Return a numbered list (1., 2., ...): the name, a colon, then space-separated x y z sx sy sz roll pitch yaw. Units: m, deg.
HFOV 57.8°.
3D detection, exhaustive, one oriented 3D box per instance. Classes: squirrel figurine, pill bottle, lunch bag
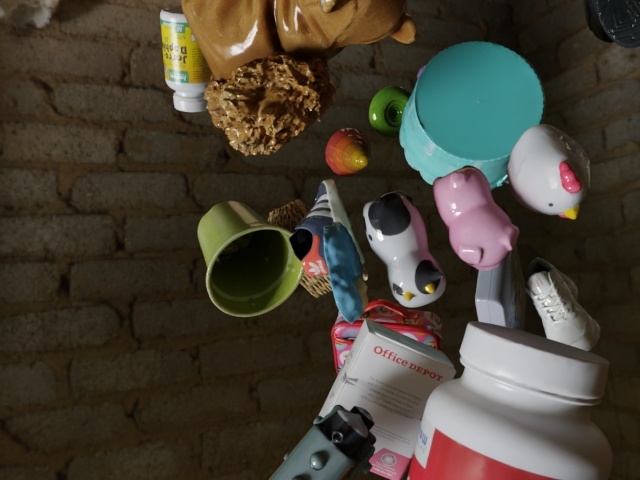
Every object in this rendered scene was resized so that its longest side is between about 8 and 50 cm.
1. squirrel figurine: -0.031 -0.317 0.932 0.370 0.398 0.280 15 -177 44
2. pill bottle: 0.224 0.323 0.733 0.228 0.408 0.229 14 -179 0
3. lunch bag: 0.180 0.270 1.537 0.292 0.258 0.120 2 -149 16
4. pill bottle: -0.287 -0.398 1.280 0.117 0.209 0.118 2 -150 -1

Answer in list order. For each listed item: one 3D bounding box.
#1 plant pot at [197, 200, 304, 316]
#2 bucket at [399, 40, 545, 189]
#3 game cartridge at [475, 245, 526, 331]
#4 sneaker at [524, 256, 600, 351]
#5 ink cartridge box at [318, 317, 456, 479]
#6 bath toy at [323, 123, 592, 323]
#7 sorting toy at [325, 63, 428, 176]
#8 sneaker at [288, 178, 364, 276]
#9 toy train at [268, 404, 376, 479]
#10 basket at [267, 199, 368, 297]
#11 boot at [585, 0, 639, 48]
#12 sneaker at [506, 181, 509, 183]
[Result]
1. plant pot: -0.218 0.024 1.595 0.275 0.276 0.254 -1 -150 -31
2. bucket: 0.298 -0.243 1.152 0.280 0.282 0.183 -5 170 3
3. game cartridge: 0.359 0.124 1.136 0.062 0.198 0.297 -3 146 24
4. sneaker: 0.415 0.115 1.039 0.090 0.115 0.232 -41 -161 21
5. ink cartridge box: 0.135 0.342 1.258 0.207 0.283 0.117 24 -173 -4
6. bath toy: 0.173 -0.016 0.715 0.348 0.152 0.129 -26 -164 9
7. sorting toy: 0.177 -0.283 1.382 0.365 0.127 0.126 -42 -155 0
8. sneaker: -0.004 -0.033 1.363 0.148 0.131 0.350 -22 -154 5
9. toy train: -0.026 0.439 1.045 0.334 0.142 0.190 -48 162 -5
10. basket: 0.000 0.000 1.821 0.223 0.214 0.299 -24 128 33
11. boot: 0.603 -0.458 1.175 0.094 0.247 0.207 -27 157 24
12. sneaker: 0.685 -0.219 1.915 0.125 0.104 0.262 16 -168 -19
